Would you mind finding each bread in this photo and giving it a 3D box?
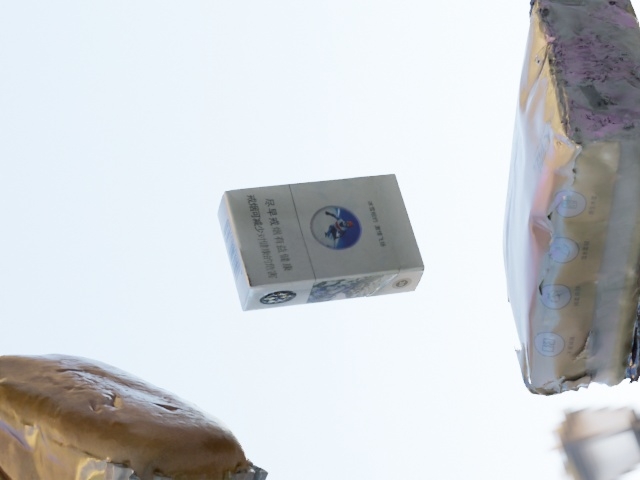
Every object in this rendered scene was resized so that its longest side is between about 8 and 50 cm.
[{"bbox_3d":[-0.163,0.154,1.383,0.136,0.241,0.107,4,-80,-45],"label":"bread"}]

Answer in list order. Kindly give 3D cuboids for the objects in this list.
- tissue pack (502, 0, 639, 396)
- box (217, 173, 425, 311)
[{"bbox_3d":[0.212,-0.037,1.493,0.215,0.123,0.256,-94,6,-53],"label":"tissue pack"},{"bbox_3d":[0.000,0.000,0.854,0.024,0.083,0.054,109,150,-54],"label":"box"}]
